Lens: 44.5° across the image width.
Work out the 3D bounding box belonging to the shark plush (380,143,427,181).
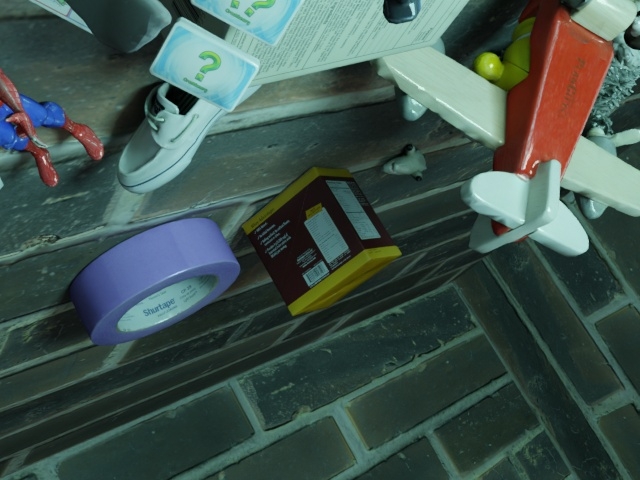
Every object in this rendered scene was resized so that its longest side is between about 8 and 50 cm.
[{"bbox_3d":[0.172,-0.160,1.562,0.067,0.073,0.161,-15,-167,24],"label":"shark plush"}]

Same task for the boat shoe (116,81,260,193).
[{"bbox_3d":[-0.161,-0.148,0.873,0.226,0.083,0.076,-45,151,10],"label":"boat shoe"}]

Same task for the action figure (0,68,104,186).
[{"bbox_3d":[-0.277,-0.090,0.709,0.091,0.139,0.280,-32,163,2],"label":"action figure"}]

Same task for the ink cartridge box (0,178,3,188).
[{"bbox_3d":[-0.422,-0.044,0.793,0.179,0.045,0.145,-44,171,-22],"label":"ink cartridge box"}]

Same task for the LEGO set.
[{"bbox_3d":[-0.121,-0.209,0.551,0.244,0.060,0.182,25,118,-26],"label":"LEGO set"}]

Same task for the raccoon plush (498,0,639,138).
[{"bbox_3d":[0.447,-0.340,1.337,0.299,0.216,0.446,-48,-169,12],"label":"raccoon plush"}]

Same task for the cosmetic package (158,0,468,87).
[{"bbox_3d":[0.010,-0.253,0.754,0.310,0.113,0.160,-21,163,-33],"label":"cosmetic package"}]

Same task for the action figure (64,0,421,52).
[{"bbox_3d":[-0.036,-0.272,0.388,0.179,0.341,0.330,3,-157,15],"label":"action figure"}]

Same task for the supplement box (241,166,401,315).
[{"bbox_3d":[0.000,0.000,1.412,0.191,0.194,0.129,-38,164,26],"label":"supplement box"}]

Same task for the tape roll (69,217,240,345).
[{"bbox_3d":[-0.277,0.072,1.328,0.275,0.090,0.275,-29,165,-8],"label":"tape roll"}]

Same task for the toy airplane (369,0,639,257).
[{"bbox_3d":[0.274,-0.159,1.068,0.385,0.386,0.272,-25,-169,-20],"label":"toy airplane"}]
